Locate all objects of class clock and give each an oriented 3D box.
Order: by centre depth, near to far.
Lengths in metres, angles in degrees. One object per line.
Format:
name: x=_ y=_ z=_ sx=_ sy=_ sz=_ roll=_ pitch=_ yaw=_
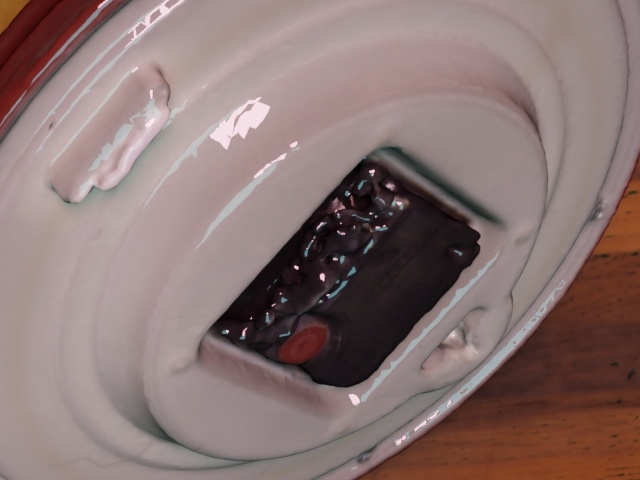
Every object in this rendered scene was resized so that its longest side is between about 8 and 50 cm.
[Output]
clock: x=0.000 y=0.000 z=0.554 sx=0.318 sy=0.080 sz=0.318 roll=-23 pitch=138 yaw=-23

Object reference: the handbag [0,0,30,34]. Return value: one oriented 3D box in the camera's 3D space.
handbag: x=-0.235 y=-0.131 z=0.442 sx=0.401 sy=0.133 sz=0.283 roll=-38 pitch=129 yaw=-4
